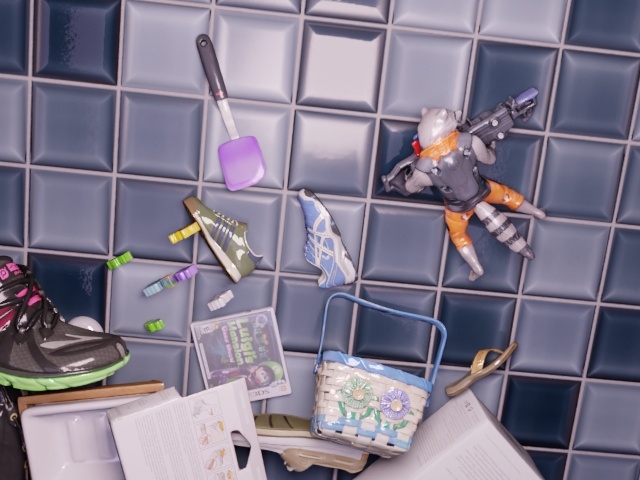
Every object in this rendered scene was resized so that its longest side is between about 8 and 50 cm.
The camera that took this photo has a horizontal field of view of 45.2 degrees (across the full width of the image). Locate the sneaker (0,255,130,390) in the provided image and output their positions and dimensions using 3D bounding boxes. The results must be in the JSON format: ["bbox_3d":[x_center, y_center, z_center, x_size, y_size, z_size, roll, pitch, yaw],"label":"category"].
[{"bbox_3d":[-0.591,0.141,1.448,0.482,0.185,0.202,19,100,-1],"label":"sneaker"}]

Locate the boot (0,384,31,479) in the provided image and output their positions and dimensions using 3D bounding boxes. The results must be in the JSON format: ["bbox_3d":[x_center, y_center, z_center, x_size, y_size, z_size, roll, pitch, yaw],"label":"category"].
[{"bbox_3d":[-0.654,0.412,1.463,0.138,0.284,0.378,-8,104,0],"label":"boot"}]

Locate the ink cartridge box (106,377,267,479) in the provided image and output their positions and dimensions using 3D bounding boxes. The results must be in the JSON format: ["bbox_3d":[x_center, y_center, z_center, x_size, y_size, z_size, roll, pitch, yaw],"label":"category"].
[{"bbox_3d":[-0.249,0.427,1.496,0.261,0.066,0.297,-16,107,-21],"label":"ink cartridge box"}]

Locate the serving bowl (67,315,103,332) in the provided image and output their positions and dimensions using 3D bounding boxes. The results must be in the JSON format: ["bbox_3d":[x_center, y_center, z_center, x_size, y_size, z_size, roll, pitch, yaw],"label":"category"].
[{"bbox_3d":[-0.482,0.197,1.554,0.083,0.027,0.083,-1,102,-3],"label":"serving bowl"}]

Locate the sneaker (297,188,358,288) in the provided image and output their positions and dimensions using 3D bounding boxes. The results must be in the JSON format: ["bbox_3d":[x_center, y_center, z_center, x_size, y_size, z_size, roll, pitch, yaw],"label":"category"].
[{"bbox_3d":[0.000,0.000,1.500,0.081,0.080,0.211,-24,101,0],"label":"sneaker"}]

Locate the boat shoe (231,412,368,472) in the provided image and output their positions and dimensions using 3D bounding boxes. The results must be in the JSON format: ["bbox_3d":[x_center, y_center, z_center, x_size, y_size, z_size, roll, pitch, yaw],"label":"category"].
[{"bbox_3d":[-0.044,0.420,1.575,0.302,0.113,0.103,5,97,-4],"label":"boat shoe"}]

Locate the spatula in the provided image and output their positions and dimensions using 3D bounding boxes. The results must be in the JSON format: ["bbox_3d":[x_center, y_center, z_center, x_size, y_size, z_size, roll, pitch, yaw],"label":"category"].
[{"bbox_3d":[-0.179,-0.246,1.465,0.084,0.030,0.297,-16,102,1],"label":"spatula"}]

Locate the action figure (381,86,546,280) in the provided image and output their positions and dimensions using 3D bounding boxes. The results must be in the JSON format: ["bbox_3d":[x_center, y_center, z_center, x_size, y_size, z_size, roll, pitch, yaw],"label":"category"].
[{"bbox_3d":[0.308,-0.130,1.439,0.341,0.178,0.330,-38,111,8],"label":"action figure"}]

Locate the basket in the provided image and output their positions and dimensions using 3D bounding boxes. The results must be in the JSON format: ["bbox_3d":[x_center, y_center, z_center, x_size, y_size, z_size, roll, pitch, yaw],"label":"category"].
[{"bbox_3d":[0.109,0.265,1.512,0.254,0.201,0.289,14,64,-4],"label":"basket"}]

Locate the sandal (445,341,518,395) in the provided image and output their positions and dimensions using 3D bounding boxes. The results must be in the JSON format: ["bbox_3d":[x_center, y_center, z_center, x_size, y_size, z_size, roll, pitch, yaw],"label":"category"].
[{"bbox_3d":[0.325,0.256,1.582,0.180,0.072,0.049,-35,80,10],"label":"sandal"}]

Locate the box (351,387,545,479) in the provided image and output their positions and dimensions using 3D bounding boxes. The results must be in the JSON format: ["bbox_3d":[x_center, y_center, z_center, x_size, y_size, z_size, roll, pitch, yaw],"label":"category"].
[{"bbox_3d":[0.254,0.509,1.577,0.345,0.168,0.215,-40,101,6],"label":"box"}]

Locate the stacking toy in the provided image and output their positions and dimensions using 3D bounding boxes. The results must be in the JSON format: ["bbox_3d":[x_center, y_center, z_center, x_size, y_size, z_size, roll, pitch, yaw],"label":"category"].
[{"bbox_3d":[-0.293,0.076,1.505,0.221,0.052,0.167,-21,102,26],"label":"stacking toy"}]

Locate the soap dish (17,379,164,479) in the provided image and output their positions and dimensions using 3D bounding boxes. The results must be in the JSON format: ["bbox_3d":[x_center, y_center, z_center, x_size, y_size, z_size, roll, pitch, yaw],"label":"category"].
[{"bbox_3d":[-0.442,0.398,1.554,0.290,0.118,0.229,-5,102,0],"label":"soap dish"}]

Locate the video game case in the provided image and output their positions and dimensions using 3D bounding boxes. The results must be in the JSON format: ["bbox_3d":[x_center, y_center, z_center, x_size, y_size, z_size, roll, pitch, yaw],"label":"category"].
[{"bbox_3d":[-0.161,0.241,1.577,0.173,0.022,0.191,-11,102,0],"label":"video game case"}]

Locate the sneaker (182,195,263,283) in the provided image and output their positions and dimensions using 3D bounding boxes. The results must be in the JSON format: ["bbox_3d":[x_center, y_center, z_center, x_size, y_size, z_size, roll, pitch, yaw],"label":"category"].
[{"bbox_3d":[-0.185,-0.017,1.505,0.086,0.064,0.192,-33,93,-14],"label":"sneaker"}]
